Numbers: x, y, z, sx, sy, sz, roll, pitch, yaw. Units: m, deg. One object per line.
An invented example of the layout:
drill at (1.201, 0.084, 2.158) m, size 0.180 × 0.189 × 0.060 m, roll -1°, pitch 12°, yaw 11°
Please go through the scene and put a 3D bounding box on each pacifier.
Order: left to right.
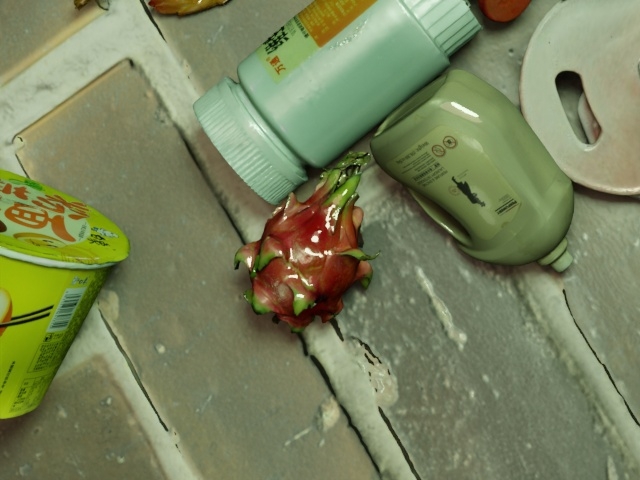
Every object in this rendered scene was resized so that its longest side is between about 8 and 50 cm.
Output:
pacifier at (0.374, -0.176, 1.285) m, size 0.332 × 0.273 × 0.220 m, roll -22°, pitch 66°, yaw 12°

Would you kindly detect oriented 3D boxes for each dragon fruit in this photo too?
dragon fruit at (0.001, 0.003, 1.400) m, size 0.137 × 0.135 × 0.236 m, roll 45°, pitch 108°, yaw 12°

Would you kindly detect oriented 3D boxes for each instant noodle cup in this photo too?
instant noodle cup at (-0.407, 0.055, 1.442) m, size 0.311 × 0.311 × 0.222 m, roll 26°, pitch 102°, yaw 14°

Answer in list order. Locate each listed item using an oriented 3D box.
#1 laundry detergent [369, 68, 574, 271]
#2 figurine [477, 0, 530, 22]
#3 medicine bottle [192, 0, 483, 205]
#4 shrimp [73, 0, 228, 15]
laundry detergent at (0.185, -0.058, 1.351) m, size 0.253 × 0.091 × 0.181 m, roll 45°, pitch 138°, yaw -12°
figurine at (0.199, -0.358, 1.363) m, size 0.173 × 0.173 × 0.173 m, roll -1°, pitch 87°, yaw 14°
medicine bottle at (0.022, -0.197, 1.401) m, size 0.318 × 0.158 × 0.158 m, roll -38°, pitch 79°, yaw 10°
shrimp at (-0.192, -0.343, 1.513) m, size 0.248 × 0.068 × 0.150 m, roll -22°, pitch 87°, yaw 7°
